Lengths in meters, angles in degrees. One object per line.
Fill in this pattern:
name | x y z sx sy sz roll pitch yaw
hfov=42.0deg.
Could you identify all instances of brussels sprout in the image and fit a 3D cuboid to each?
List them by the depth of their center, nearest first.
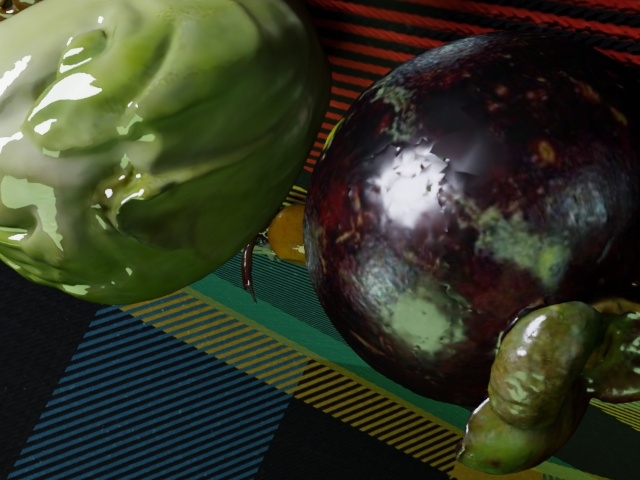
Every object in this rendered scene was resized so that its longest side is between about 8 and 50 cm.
brussels sprout | -0.142 -0.093 0.685 0.247 0.328 0.328 44 175 25

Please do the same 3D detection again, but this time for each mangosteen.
mangosteen | 0.127 0.001 0.582 0.288 0.288 0.288 24 166 6

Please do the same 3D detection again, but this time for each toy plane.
toy plane | -0.116 0.011 1.566 0.111 0.040 0.102 17 162 35

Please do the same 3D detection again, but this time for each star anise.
star anise | -0.128 0.002 1.360 0.140 0.144 0.158 30 169 19

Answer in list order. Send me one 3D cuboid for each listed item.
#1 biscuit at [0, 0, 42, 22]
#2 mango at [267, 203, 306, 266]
biscuit | -0.299 -0.215 0.750 0.325 0.044 0.217 -16 146 24
mango | -0.005 -0.003 1.217 0.165 0.089 0.115 7 159 45
